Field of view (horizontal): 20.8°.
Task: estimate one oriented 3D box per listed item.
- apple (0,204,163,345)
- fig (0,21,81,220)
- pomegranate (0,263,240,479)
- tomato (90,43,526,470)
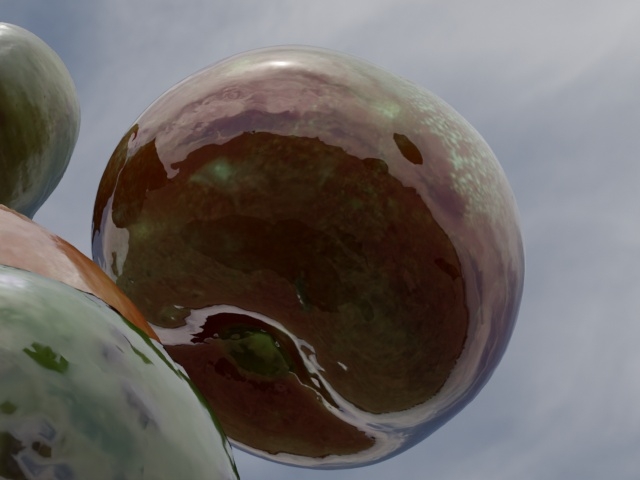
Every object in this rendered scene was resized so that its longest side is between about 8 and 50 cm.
[{"bbox_3d":[-0.194,0.114,0.762,0.301,0.301,0.301,5,-61,10],"label":"apple"},{"bbox_3d":[-0.215,-0.030,1.206,0.149,0.149,0.245,-12,-70,18],"label":"fig"},{"bbox_3d":[-0.073,0.102,0.435,0.248,0.202,0.202,7,-60,-7],"label":"pomegranate"},{"bbox_3d":[0.000,0.000,1.076,0.270,0.222,0.270,16,-38,13],"label":"tomato"}]
